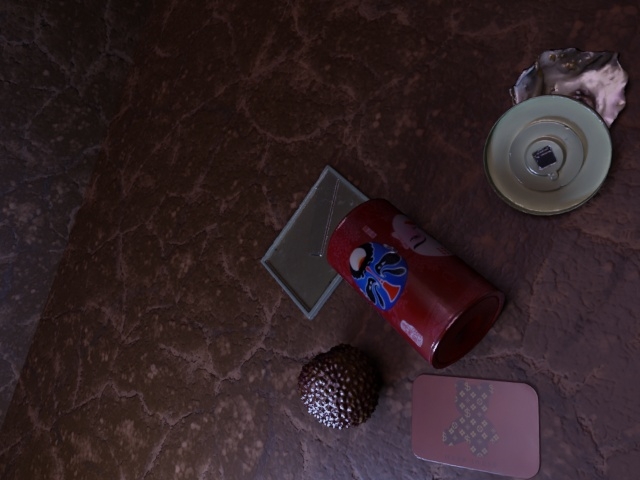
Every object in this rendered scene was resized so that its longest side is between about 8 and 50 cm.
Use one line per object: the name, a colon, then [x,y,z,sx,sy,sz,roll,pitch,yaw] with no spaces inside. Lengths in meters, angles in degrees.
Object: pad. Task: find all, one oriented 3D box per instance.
pad: [0.307,0.372,1.106,0.267,0.004,0.181,-5,76,35]

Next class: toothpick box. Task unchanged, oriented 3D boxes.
toothpick box: [0.190,0.081,1.139,0.333,0.204,0.204,43,104,35]

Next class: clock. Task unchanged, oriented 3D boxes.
clock: [0.438,-0.164,1.055,0.235,0.029,0.235,11,114,26]

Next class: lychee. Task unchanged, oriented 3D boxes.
lychee: [0.043,0.330,1.207,0.188,0.188,0.188,-10,73,34]

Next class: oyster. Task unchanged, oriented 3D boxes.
oyster: [0.489,-0.273,1.079,0.222,0.083,0.214,0,100,13]

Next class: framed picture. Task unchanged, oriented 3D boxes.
framed picture: [0.000,0.000,1.410,0.247,0.022,0.335,45,106,35]
